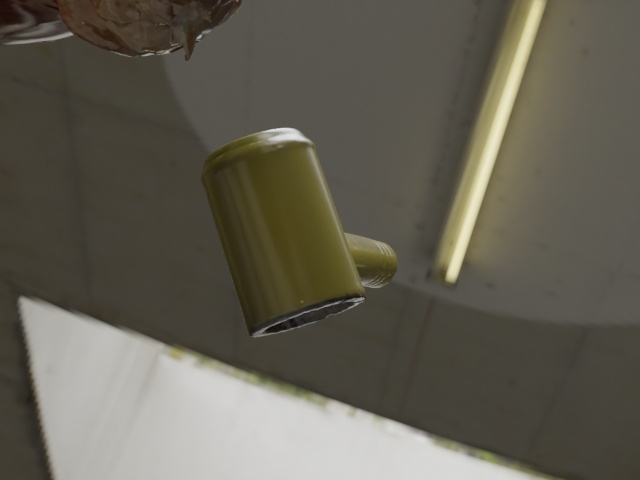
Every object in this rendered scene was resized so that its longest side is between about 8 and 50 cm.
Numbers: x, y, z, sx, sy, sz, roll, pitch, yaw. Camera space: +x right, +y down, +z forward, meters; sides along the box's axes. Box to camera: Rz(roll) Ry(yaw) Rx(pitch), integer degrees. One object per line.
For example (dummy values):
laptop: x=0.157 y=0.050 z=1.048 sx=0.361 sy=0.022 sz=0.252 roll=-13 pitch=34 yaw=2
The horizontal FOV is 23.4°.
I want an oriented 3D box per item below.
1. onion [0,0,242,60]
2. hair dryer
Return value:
onion: x=-0.110 y=-0.241 z=0.632 sx=0.353 sy=0.354 sz=0.354 roll=16 pitch=-31 yaw=9
hair dryer: x=0.000 y=0.000 z=1.204 sx=0.090 sy=0.135 sz=0.278 roll=-22 pitch=-10 yaw=16
